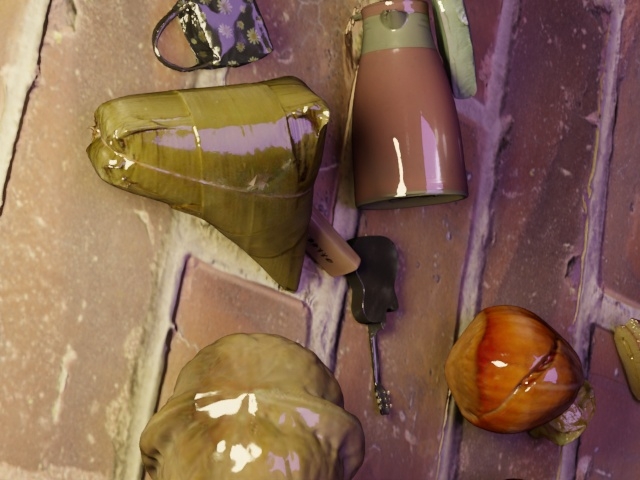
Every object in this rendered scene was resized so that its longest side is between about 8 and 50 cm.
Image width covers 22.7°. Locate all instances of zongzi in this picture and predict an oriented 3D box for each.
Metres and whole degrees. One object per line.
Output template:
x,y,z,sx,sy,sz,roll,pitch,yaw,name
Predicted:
-0.133,-0.038,1.843,0.273,0.145,0.300,-8,126,-22,zongzi

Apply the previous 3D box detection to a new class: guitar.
0.072,0.108,2.055,0.088,0.025,0.233,-1,83,-45,guitar

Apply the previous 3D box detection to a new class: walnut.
-0.072,0.224,1.742,0.248,0.248,0.248,9,76,-43,walnut

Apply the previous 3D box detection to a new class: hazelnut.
0.258,0.180,2.130,0.182,0.182,0.182,9,76,-43,hazelnut

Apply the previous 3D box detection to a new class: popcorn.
0.340,0.235,2.247,0.096,0.109,0.089,-8,124,-11,popcorn

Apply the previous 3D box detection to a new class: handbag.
-0.142,-0.248,1.893,0.139,0.072,0.115,-28,104,-30,handbag

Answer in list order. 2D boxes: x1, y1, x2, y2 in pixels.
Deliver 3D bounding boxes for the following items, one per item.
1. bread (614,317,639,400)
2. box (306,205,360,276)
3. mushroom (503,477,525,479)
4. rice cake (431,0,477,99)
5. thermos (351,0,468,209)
0.526,0.192,2.449,0.192,0.067,0.119,14,73,-42,bread
0.000,0.000,1.989,0.115,0.048,0.025,48,47,-28,box
0.270,0.421,2.114,0.231,0.138,0.194,19,28,-54,mushroom
0.163,-0.306,2.066,0.127,0.043,0.237,-100,174,-50,rice cake
0.107,-0.177,2.067,0.176,0.145,0.265,48,37,-82,thermos
